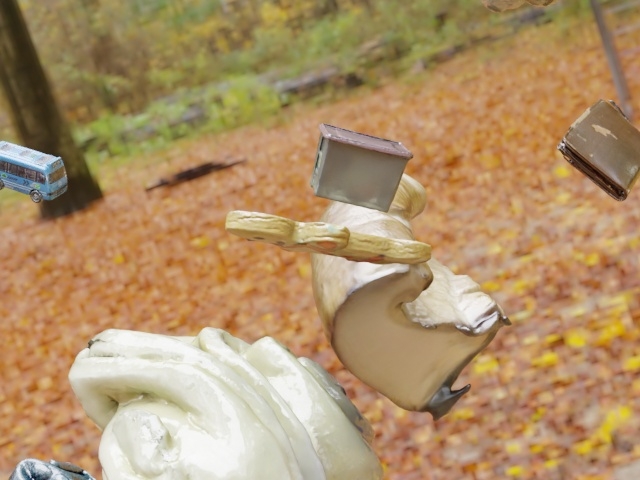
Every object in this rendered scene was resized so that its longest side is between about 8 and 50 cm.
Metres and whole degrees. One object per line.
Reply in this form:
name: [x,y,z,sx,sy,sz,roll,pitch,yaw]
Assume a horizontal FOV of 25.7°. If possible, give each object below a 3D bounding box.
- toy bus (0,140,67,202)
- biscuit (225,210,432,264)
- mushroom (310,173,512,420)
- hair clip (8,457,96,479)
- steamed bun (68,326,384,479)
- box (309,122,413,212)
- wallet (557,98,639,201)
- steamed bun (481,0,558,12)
toy bus: [-0.304,-0.072,1.453,0.083,0.046,0.038,17,29,18]
biscuit: [0.000,0.001,1.625,0.234,0.030,0.153,11,-9,-26]
mushroom: [0.071,0.026,2.089,0.224,0.314,0.397,-45,43,19]
hair clip: [-0.274,0.386,1.865,0.310,0.206,0.194,-8,-16,21]
steamed bun: [-0.064,0.211,1.287,0.237,0.346,0.394,-23,8,-2]
box: [0.035,-0.066,1.304,0.085,0.063,0.060,12,12,-11]
wallet: [0.310,-0.099,1.511,0.026,0.095,0.176,-51,-5,32]
steamed bun: [0.214,-0.388,1.250,0.219,0.324,0.309,-5,53,28]
